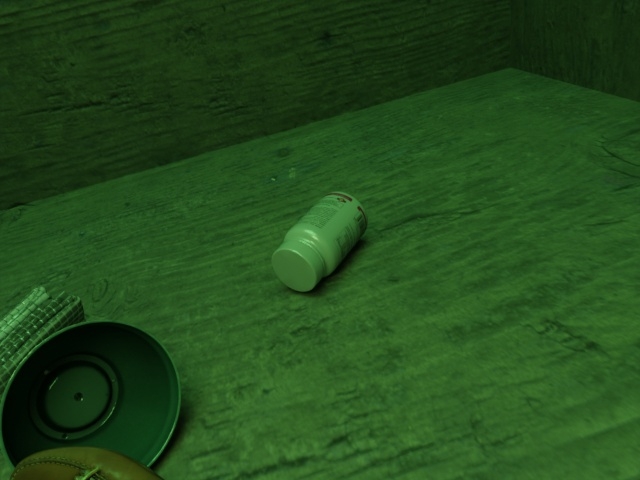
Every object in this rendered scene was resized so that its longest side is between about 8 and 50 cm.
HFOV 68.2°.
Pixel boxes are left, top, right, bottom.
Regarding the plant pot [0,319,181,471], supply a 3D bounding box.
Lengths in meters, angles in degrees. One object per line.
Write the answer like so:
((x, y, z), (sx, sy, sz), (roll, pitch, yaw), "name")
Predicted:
((-0.438, 0.301, 0.886), (0.196, 0.293, 0.293), (-15, 20, 50), "plant pot")

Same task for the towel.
((-0.591, 0.270, 1.001), (0.121, 0.235, 0.284), (0, 35, 17), "towel")

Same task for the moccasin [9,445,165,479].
((-0.283, 0.411, 0.660), (0.379, 0.139, 0.147), (25, 11, 12), "moccasin")

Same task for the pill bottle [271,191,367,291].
((0.000, 0.000, 1.277), (0.160, 0.161, 0.283), (8, 37, 31), "pill bottle")
